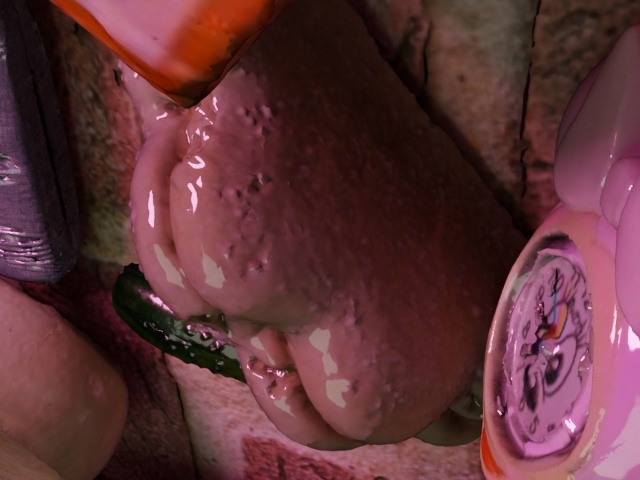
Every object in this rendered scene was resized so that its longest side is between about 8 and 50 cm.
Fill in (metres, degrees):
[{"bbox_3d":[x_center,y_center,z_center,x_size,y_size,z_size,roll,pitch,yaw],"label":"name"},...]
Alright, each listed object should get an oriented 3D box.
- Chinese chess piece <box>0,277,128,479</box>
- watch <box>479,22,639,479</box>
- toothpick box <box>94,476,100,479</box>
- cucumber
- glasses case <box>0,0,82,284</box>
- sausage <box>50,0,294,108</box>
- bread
[{"bbox_3d":[-0.272,0.106,0.933,0.250,0.101,0.250,24,154,12],"label":"Chinese chess piece"},{"bbox_3d":[0.204,0.043,0.550,0.217,0.211,0.248,10,126,-12],"label":"watch"},{"bbox_3d":[-0.273,0.285,1.153,0.101,0.101,0.153,33,142,0],"label":"toothpick box"},{"bbox_3d":[-0.041,0.073,0.814,0.227,0.069,0.069,23,139,8],"label":"cucumber"},{"bbox_3d":[-0.225,-0.075,0.783,0.109,0.067,0.282,17,141,14],"label":"glasses case"},{"bbox_3d":[-0.085,-0.220,0.420,0.287,0.233,0.233,39,140,-7],"label":"sausage"},{"bbox_3d":[0.005,-0.003,0.621,0.102,0.183,0.337,-19,121,41],"label":"bread"}]
